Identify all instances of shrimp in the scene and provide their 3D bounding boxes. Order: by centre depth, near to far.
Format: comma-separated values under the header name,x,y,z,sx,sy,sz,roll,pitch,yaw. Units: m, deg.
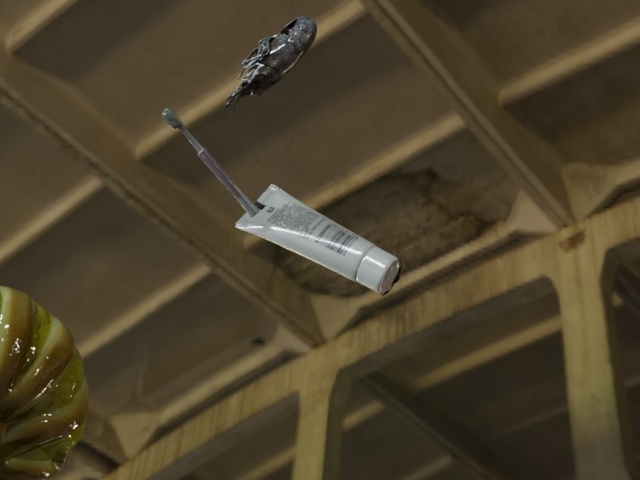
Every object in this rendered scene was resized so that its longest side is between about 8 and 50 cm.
name,x,y,z,sx,sy,sz,roll,pitch,yaw
shrimp,-0.068,-0.226,1.284,0.165,0.065,0.057,-37,-57,1

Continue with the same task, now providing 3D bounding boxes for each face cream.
name,x,y,z,sx,sy,sz,roll,pitch,yaw
face cream,0.000,0.000,1.430,0.243,0.092,0.058,28,-29,22

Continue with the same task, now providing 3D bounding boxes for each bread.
name,x,y,z,sx,sy,sz,roll,pitch,yaw
bread,-0.432,0.185,1.127,0.332,0.160,0.333,-8,-61,-15

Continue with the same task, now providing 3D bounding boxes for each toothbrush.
name,x,y,z,sx,sy,sz,roll,pitch,yaw
toothbrush,-0.154,-0.109,1.405,0.014,0.017,0.194,-34,-76,33
